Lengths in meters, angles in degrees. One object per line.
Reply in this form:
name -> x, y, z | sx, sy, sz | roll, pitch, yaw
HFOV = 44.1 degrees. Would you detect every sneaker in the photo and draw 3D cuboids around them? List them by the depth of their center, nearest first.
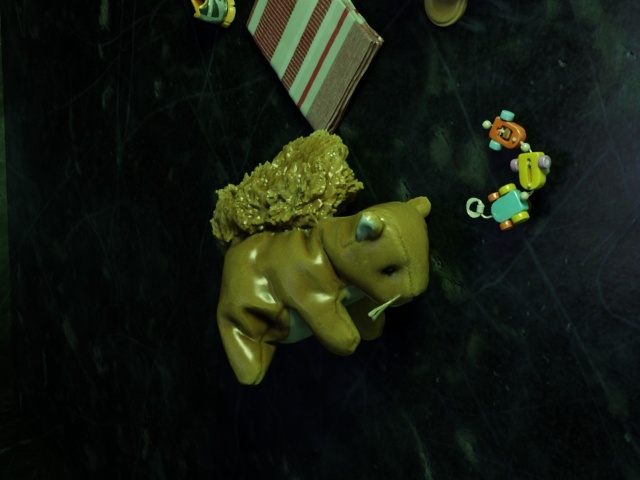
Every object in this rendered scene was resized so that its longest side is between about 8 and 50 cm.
sneaker -> -0.249, -0.550, 1.666 | 0.084, 0.083, 0.215 | -40, 66, 48

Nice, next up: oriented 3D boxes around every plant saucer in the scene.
plant saucer -> 0.193, -0.377, 1.232 | 0.083, 0.013, 0.084 | 13, 107, 47

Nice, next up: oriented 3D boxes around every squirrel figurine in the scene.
squirrel figurine -> 0.000, 0.000, 1.353 | 0.370, 0.281, 0.397 | -32, 76, 42

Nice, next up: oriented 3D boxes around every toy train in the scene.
toy train -> 0.281, -0.100, 1.166 | 0.125, 0.046, 0.166 | 35, 120, 42

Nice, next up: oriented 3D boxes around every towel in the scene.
towel -> -0.023, -0.383, 1.472 | 0.329, 0.037, 0.237 | 59, 138, 26
